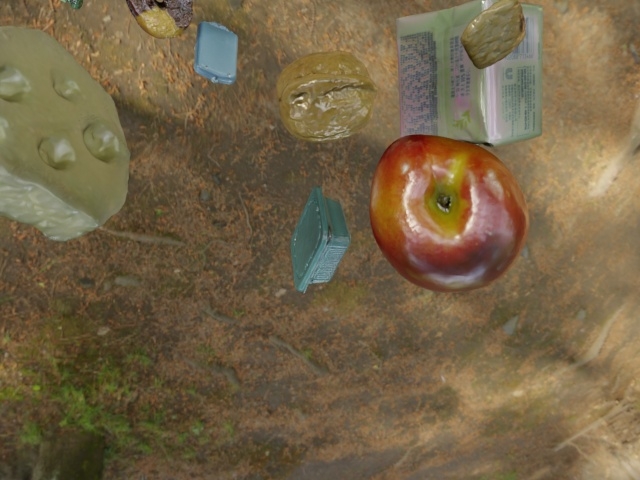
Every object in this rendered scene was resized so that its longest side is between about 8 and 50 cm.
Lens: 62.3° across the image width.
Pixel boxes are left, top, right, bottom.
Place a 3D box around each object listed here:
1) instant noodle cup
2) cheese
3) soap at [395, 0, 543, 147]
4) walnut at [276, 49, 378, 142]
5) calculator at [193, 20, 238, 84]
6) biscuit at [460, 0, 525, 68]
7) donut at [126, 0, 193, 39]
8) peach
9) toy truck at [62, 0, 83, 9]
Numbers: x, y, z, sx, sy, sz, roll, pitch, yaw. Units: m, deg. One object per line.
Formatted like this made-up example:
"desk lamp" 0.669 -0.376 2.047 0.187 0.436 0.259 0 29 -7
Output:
"instant noodle cup" 0.000 0.000 1.047 0.070 0.157 0.179 8 134 -19
"cheese" -0.432 -0.158 0.817 0.115 0.318 0.326 -18 97 20
"soap" 0.220 -0.243 0.797 0.139 0.182 0.199 -15 107 -34
"walnut" 0.018 -0.364 1.341 0.257 0.224 0.257 -8 171 -1
"calculator" -0.288 -0.520 1.467 0.121 0.210 0.039 11 153 -28
"biscuit" 0.200 -0.234 0.606 0.071 0.018 0.147 -34 168 22
"donut" -0.419 -0.620 1.364 0.166 0.073 0.184 -44 129 -6
"peach" 0.169 -0.036 0.735 0.199 0.243 0.243 -42 130 4
"toy truck" -0.494 -0.536 1.026 0.080 0.078 0.154 24 143 -5
